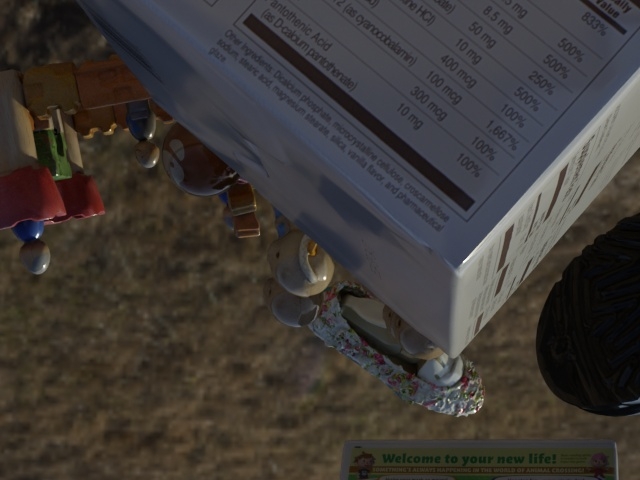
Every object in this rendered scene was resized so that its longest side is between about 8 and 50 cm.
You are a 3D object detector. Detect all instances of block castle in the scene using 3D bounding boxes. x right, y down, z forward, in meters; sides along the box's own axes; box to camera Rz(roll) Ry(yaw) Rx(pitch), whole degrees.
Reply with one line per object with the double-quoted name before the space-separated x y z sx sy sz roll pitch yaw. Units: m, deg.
"block castle" -0.208 -0.088 1.422 0.303 0.213 0.453 -11 -178 -4

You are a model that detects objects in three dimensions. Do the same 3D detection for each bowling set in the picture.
"bowling set" 0.000 0.000 0.796 0.199 0.154 0.287 0 164 1

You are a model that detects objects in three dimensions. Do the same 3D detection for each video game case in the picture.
"video game case" 0.111 0.234 0.911 0.212 0.193 0.023 -3 141 14

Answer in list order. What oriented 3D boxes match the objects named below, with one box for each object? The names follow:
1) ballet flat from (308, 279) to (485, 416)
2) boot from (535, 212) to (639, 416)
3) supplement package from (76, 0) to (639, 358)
"ballet flat" 0.091 0.121 1.392 0.241 0.091 0.077 28 144 -9
"boot" 0.353 0.054 0.861 0.348 0.131 0.260 -31 137 31
"supplement package" 0.022 -0.084 0.480 0.204 0.145 0.262 41 175 11
